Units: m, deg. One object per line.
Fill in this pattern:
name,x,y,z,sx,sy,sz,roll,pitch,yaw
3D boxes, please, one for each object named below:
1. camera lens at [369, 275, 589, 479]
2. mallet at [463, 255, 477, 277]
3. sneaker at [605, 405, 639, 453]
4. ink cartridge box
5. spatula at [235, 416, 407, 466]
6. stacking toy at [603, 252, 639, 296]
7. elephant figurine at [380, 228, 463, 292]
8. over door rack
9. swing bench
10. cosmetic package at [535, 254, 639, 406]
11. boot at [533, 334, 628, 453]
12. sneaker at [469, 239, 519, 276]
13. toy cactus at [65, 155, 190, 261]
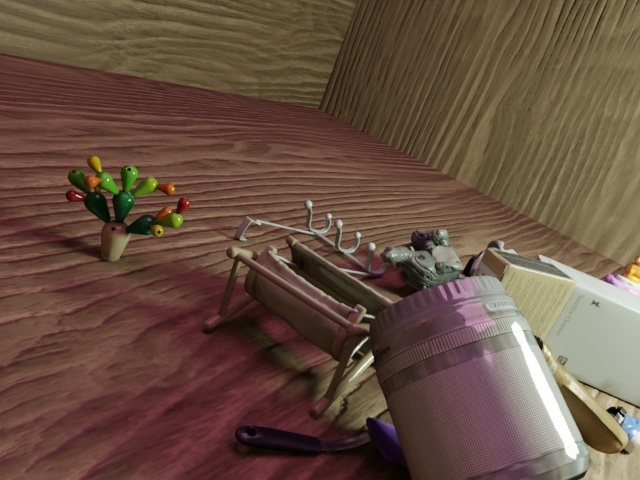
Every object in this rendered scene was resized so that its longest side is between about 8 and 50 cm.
camera lens,0.200,0.212,0.744,0.219,0.219,0.275,4,58,-39
mallet,0.475,0.129,1.615,0.039,0.062,0.190,7,40,-31
sneaker,0.622,0.365,1.128,0.152,0.058,0.084,-7,43,-41
ink cartridge box,0.394,0.150,1.185,0.193,0.235,0.088,14,21,-22
spatula,0.021,0.279,0.774,0.296,0.030,0.084,12,25,-26
stacking toy,0.789,0.151,1.480,0.175,0.302,0.166,6,26,-34
elephant figurine,0.259,0.073,1.374,0.185,0.170,0.239,0,15,16
over door rack,0.000,0.000,1.342,0.239,0.108,0.324,35,24,33
swing bench,-0.011,0.119,0.952,0.253,0.165,0.254,31,22,23
cosmetic package,0.652,0.216,1.314,0.384,0.217,0.156,22,20,7
boot,0.407,0.258,1.043,0.269,0.089,0.236,43,2,-20
sneaker,0.531,0.162,1.485,0.146,0.122,0.330,-37,73,-28
toy cactus,-0.351,-0.043,0.985,0.218,0.181,0.112,18,20,-8
